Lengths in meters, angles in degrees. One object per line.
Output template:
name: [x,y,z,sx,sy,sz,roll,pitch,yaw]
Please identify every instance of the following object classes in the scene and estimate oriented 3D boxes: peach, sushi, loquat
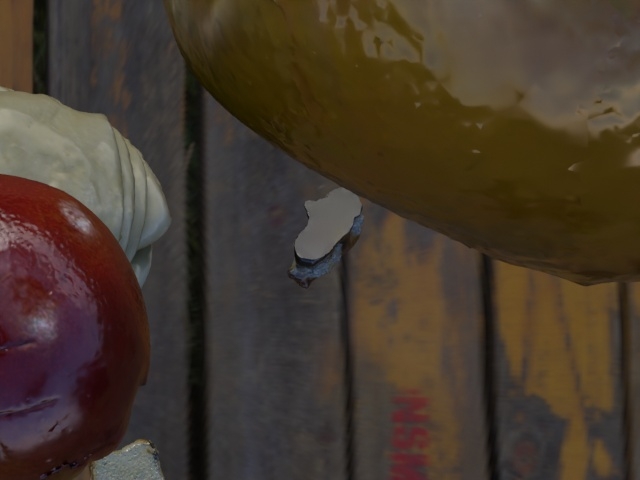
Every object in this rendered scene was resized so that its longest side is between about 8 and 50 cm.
peach: [-0.193,0.051,1.027,0.197,0.197,0.197,1,87,-10]
sushi: [0.000,0.000,1.334,0.044,0.046,0.083,29,54,16]
loquat: [0.077,-0.122,0.598,0.276,0.284,0.276,1,88,-28]

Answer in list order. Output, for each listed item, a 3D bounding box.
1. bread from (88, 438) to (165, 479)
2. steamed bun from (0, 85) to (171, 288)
bread: [-0.203,0.252,1.811,0.077,0.070,0.083,-15,81,-18]
steamed bun: [-0.249,0.004,1.544,0.203,0.289,0.276,16,55,-10]
